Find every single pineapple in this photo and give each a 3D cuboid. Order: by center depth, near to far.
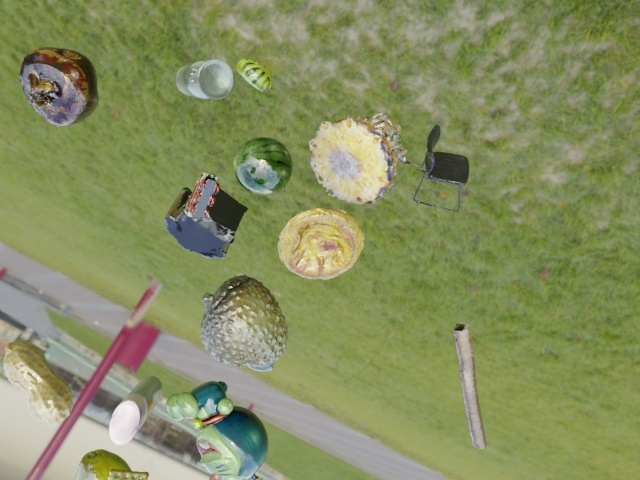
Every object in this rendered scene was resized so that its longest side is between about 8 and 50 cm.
[{"bbox_3d":[0.146,-0.257,1.484,0.263,0.272,0.262,17,125,27],"label":"pineapple"}]

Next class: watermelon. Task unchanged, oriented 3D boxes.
[{"bbox_3d":[-0.172,-0.233,1.706,0.188,0.187,0.215,5,178,43],"label":"watermelon"}]

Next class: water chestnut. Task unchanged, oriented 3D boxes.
[{"bbox_3d":[-0.751,-0.441,1.541,0.224,0.238,0.223,7,112,19],"label":"water chestnut"}]

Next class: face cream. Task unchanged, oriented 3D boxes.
[{"bbox_3d":[-0.458,0.414,1.345,0.073,0.107,0.269,17,177,-5],"label":"face cream"}]

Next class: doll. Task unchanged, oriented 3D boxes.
[{"bbox_3d":[-0.258,0.515,1.455,0.199,0.186,0.321,-21,100,50],"label":"doll"}]

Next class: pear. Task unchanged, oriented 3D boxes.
[{"bbox_3d":[-0.793,0.898,1.976,0.213,0.213,0.268,-1,104,49],"label":"pear"}]

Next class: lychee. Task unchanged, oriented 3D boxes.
[{"bbox_3d":[-0.212,0.230,1.502,0.275,0.255,0.255,30,157,-5],"label":"lychee"}]

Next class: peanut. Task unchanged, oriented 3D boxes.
[{"bbox_3d":[-0.847,0.421,1.614,0.298,0.120,0.136,49,165,12],"label":"peanut"}]

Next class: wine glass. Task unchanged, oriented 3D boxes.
[{"bbox_3d":[-0.321,-0.438,1.469,0.103,0.103,0.231,43,172,-32],"label":"wine glass"}]

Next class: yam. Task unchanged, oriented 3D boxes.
[{"bbox_3d":[0.369,0.361,1.327,0.046,0.326,0.045,-11,-168,2],"label":"yam"}]

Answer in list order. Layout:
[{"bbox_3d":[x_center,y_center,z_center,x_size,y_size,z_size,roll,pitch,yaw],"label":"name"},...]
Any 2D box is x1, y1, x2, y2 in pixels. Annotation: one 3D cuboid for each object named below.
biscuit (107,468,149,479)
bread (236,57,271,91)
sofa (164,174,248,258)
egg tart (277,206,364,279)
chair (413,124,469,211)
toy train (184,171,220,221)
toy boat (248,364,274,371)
[{"bbox_3d":[-0.568,0.762,1.535,0.016,0.203,0.144,-13,148,38],"label":"biscuit"},{"bbox_3d":[-0.216,-0.554,1.796,0.130,0.071,0.139,39,-169,-28],"label":"bread"},{"bbox_3d":[-0.422,-0.078,1.978,0.258,0.199,0.182,36,133,-21],"label":"sofa"},{"bbox_3d":[0.000,0.000,1.802,0.295,0.116,0.294,0,122,0],"label":"egg tart"},{"bbox_3d":[0.369,-0.216,1.596,0.145,0.140,0.221,12,146,9],"label":"chair"},{"bbox_3d":[-0.315,-0.120,1.433,0.050,0.137,0.087,16,-164,-34],"label":"toy train"},{"bbox_3d":[-0.277,0.481,2.136,0.210,0.052,0.104,26,140,-25],"label":"toy boat"}]
